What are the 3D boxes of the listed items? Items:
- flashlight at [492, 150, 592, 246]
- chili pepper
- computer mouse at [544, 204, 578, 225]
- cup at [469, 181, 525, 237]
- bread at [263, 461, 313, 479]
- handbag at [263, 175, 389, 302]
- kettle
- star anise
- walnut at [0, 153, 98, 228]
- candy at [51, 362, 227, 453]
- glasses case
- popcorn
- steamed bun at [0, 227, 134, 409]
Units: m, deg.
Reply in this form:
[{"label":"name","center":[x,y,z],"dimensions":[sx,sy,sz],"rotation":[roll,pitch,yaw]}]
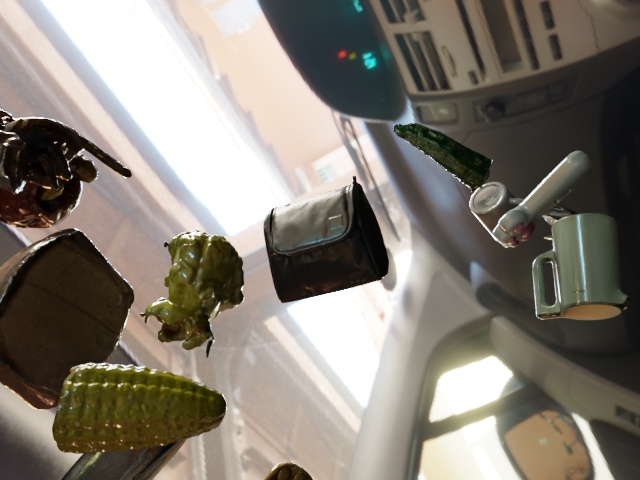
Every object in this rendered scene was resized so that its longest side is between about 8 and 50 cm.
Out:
[{"label":"flashlight","center":[0.374,-0.066,1.065],"dimensions":[0.047,0.200,0.093],"rotation":[50,-168,29]},{"label":"chili pepper","center":[0.255,-0.189,1.365],"dimensions":[0.227,0.088,0.059],"rotation":[28,150,0]},{"label":"computer mouse","center":[0.535,-0.051,1.405],"dimensions":[0.135,0.047,0.079],"rotation":[39,180,44]},{"label":"cup","center":[0.450,-0.075,1.541],"dimensions":[0.133,0.136,0.099],"rotation":[41,-148,-35]},{"label":"bread","center":[-0.060,0.446,1.116],"dimensions":[0.110,0.110,0.024],"rotation":[62,160,0]},{"label":"handbag","center":[-0.001,0.002,1.636],"dimensions":[0.178,0.302,0.274],"rotation":[-36,-69,-71]},{"label":"kettle","center":[0.402,0.043,0.990],"dimensions":[0.098,0.127,0.147],"rotation":[66,-153,-66]},{"label":"star anise","center":[-0.518,-0.166,1.071],"dimensions":[0.350,0.108,0.292],"rotation":[27,-150,5]},{"label":"walnut","center":[-0.645,-0.152,1.431],"dimensions":[0.269,0.244,0.221],"rotation":[17,134,31]},{"label":"candy","center":[-0.215,0.204,0.776],"dimensions":[0.094,0.199,0.106],"rotation":[-120,35,-68]},{"label":"glasses case","center":[-0.359,0.400,1.149],"dimensions":[0.122,0.314,0.075],"rotation":[42,177,30]},{"label":"popcorn","center":[-0.216,0.083,1.107],"dimensions":[0.174,0.195,0.168],"rotation":[29,145,7]},{"label":"steamed bun","center":[-0.525,0.146,1.218],"dimensions":[0.251,0.199,0.301],"rotation":[48,-132,-26]}]
